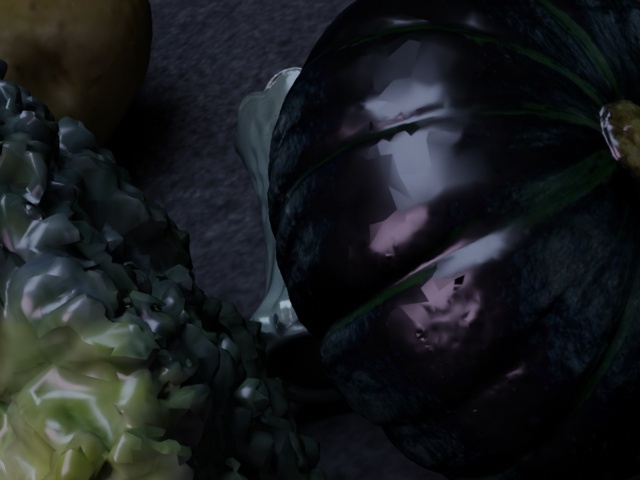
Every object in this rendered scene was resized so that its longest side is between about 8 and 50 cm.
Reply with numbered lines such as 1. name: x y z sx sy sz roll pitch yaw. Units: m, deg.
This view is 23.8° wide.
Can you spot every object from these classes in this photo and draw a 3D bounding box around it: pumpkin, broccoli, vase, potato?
1. pumpkin: 0.072 -0.006 0.521 0.194 0.150 0.194 3 63 -5
2. broccoli: -0.162 0.080 0.533 0.281 0.348 0.293 -45 -4 -8
3. vase: 0.000 0.000 0.650 0.081 0.081 0.148 -17 41 15
4. potato: -0.211 -0.106 0.806 0.242 0.242 0.285 -36 31 -12

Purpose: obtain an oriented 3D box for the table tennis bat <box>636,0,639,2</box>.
1. table tennis bat: 0.151 -0.167 0.778 0.415 0.051 0.268 13 51 38
